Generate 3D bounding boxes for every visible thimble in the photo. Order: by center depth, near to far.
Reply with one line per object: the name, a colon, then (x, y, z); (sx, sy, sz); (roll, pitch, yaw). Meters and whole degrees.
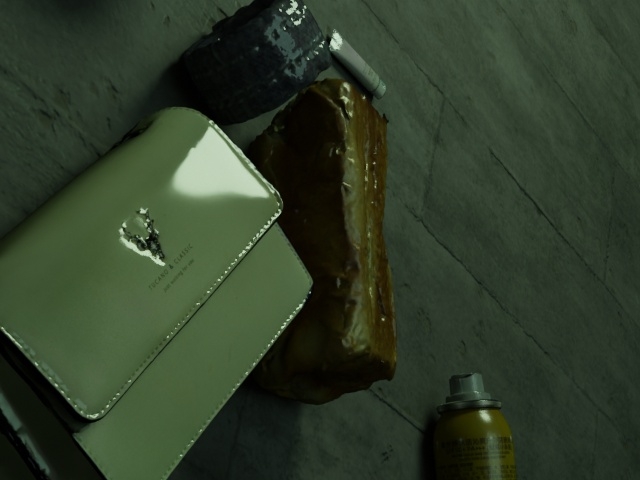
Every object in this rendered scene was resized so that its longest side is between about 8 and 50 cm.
thimble: (-0.067, -0.200, 1.409); (0.098, 0.150, 0.150); (57, 39, -17)

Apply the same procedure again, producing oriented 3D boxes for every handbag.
handbag: (-0.176, 0.056, 1.165); (0.236, 0.160, 0.358); (57, 38, -15)

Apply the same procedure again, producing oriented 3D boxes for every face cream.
face cream: (0.201, 0.343, 1.637); (0.105, 0.105, 0.348); (12, 69, -52)
face cream: (0.046, -0.227, 1.684); (0.115, 0.020, 0.038); (42, 48, -35)

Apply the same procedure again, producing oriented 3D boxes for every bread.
bread: (-0.004, 0.002, 1.428); (0.195, 0.149, 0.344); (41, 45, -64)
